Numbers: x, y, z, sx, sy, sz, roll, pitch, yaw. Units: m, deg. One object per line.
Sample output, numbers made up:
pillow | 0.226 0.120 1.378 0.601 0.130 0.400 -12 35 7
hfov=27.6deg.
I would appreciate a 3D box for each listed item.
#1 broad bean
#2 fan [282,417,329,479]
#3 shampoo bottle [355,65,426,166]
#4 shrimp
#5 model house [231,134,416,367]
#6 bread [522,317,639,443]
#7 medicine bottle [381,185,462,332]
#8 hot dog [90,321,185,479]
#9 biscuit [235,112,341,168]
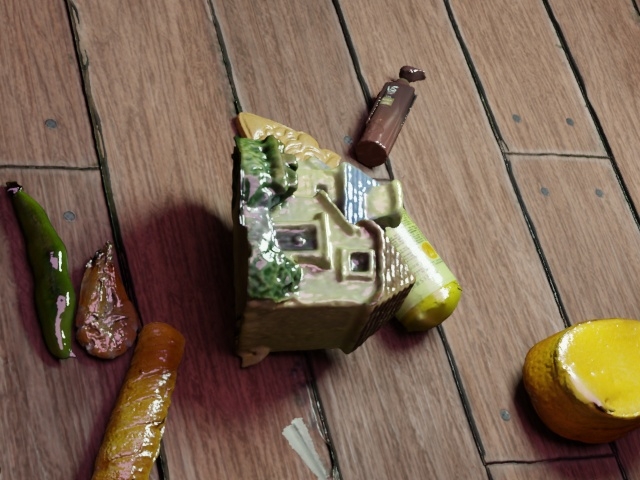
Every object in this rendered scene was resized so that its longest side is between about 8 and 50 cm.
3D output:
broad bean | -0.385 0.033 1.843 0.060 0.043 0.297 -15 65 -10
fan | 0.067 0.412 1.760 0.233 0.012 0.414 -41 105 -24
shampoo bottle | 0.125 -0.228 2.305 0.068 0.067 0.236 25 49 -2
shrimp | -0.307 0.085 1.858 0.091 0.043 0.184 6 61 -26
model house | 0.000 0.000 1.907 0.266 0.261 0.321 2 64 -9
bread | 0.458 0.227 2.136 0.270 0.142 0.195 -5 64 -31
medicine bottle | 0.125 0.035 2.093 0.124 0.124 0.239 -28 77 -40
hot dog | -0.247 0.231 1.781 0.088 0.061 0.286 13 51 -8
biscuit | -0.043 -0.128 2.167 0.250 0.035 0.162 40 44 2
